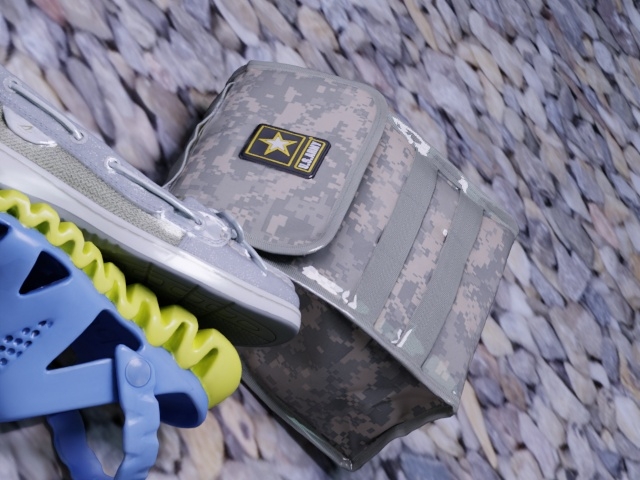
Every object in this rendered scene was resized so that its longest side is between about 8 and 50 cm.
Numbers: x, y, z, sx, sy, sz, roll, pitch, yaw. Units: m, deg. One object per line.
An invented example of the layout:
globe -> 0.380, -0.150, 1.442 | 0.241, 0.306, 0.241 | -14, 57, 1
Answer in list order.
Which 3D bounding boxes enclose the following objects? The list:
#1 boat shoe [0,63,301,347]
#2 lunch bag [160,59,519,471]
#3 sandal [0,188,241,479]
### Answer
boat shoe -> -0.147, -0.025, 1.359 | 0.320, 0.118, 0.103 | 28, 66, -11
lunch bag -> 0.000, 0.000, 1.557 | 0.287, 0.169, 0.235 | 41, 42, -14
sandal -> -0.196, 0.067, 1.292 | 0.317, 0.126, 0.138 | 35, 61, -25
